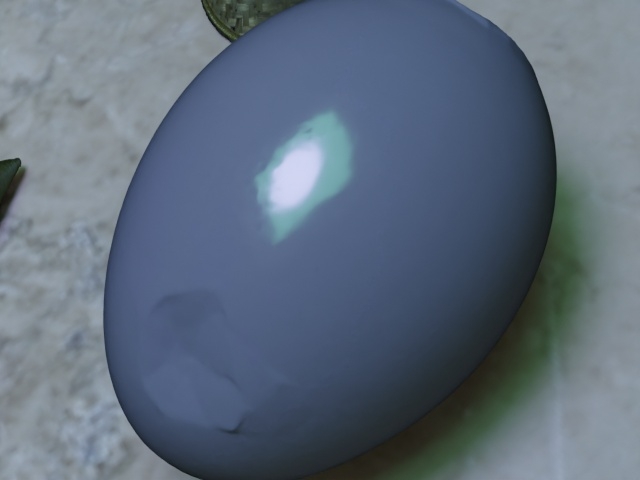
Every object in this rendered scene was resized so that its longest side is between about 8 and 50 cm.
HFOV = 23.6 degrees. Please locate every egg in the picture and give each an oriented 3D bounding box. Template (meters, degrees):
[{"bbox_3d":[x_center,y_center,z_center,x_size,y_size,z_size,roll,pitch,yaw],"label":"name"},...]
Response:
[{"bbox_3d":[0.000,0.000,0.669,0.176,0.176,0.232,34,77,31],"label":"egg"}]

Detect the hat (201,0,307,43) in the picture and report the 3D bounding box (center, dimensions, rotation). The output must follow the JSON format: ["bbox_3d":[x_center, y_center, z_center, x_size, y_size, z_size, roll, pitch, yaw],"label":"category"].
[{"bbox_3d":[-0.010,-0.177,0.843,0.146,0.067,0.146,-8,59,14],"label":"hat"}]

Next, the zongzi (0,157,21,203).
[{"bbox_3d":[-0.251,-0.001,0.844,0.154,0.062,0.130,-5,37,34],"label":"zongzi"}]
